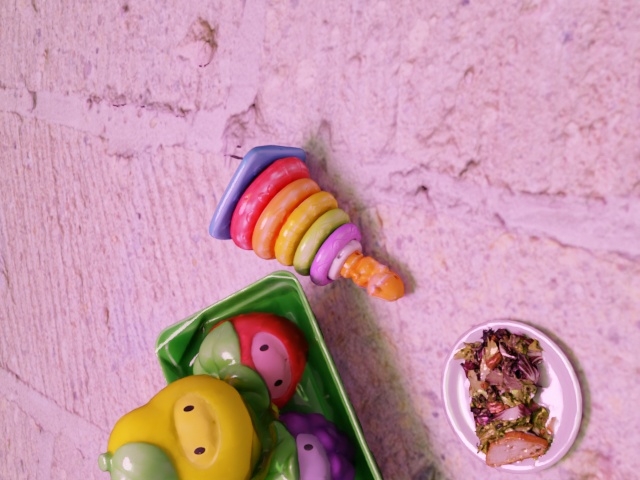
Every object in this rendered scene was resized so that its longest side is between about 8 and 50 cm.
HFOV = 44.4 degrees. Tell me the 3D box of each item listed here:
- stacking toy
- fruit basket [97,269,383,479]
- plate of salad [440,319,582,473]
[{"bbox_3d":[0.000,0.000,1.162,0.302,0.175,0.165,36,111,19],"label":"stacking toy"},{"bbox_3d":[-0.101,0.249,1.062,0.283,0.392,0.392,-28,72,12],"label":"fruit basket"},{"bbox_3d":[0.236,0.203,1.012,0.200,0.048,0.199,1,92,41],"label":"plate of salad"}]
